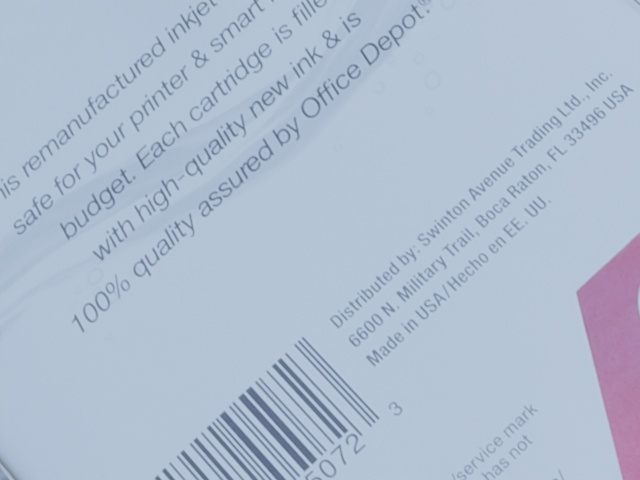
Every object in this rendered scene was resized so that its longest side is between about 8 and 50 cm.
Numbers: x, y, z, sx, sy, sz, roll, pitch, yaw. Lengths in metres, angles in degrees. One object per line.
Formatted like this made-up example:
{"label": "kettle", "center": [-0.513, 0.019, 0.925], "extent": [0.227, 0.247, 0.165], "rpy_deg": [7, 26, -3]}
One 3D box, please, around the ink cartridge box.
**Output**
{"label": "ink cartridge box", "center": [0.000, 0.000, 0.479], "extent": [0.207, 0.117, 0.283], "rpy_deg": [-43, -112, -3]}
